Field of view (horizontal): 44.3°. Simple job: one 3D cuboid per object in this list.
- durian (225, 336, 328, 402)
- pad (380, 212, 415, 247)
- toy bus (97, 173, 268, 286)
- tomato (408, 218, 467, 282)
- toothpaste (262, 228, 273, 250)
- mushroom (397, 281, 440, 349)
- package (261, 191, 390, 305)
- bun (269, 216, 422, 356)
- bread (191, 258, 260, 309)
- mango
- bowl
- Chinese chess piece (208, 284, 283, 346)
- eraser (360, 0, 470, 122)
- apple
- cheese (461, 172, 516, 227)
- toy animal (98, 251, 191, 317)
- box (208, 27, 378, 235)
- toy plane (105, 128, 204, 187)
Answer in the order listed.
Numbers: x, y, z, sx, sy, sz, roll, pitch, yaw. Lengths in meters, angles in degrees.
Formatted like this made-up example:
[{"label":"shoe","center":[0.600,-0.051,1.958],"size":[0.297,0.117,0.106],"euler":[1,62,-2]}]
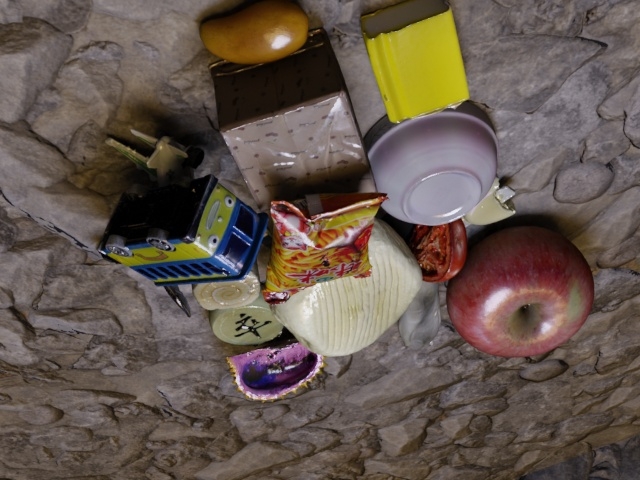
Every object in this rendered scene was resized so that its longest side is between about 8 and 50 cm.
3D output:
[{"label":"durian","center":[-0.109,0.309,2.019],"size":[0.261,0.186,0.153],"euler":[-6,110,-6]},{"label":"pad","center":[0.185,-0.011,1.830],"size":[0.157,0.003,0.112],"euler":[17,134,-30]},{"label":"toy bus","center":[-0.252,-0.014,1.427],"size":[0.288,0.138,0.175],"euler":[-6,146,44]},{"label":"tomato","center":[0.270,0.011,1.762],"size":[0.082,0.166,0.174],"euler":[0,177,-26]},{"label":"toothpaste","center":[-0.101,0.016,1.784],"size":[0.037,0.021,0.140],"euler":[-30,136,12]},{"label":"mushroom","center":[0.248,0.165,1.991],"size":[0.110,0.097,0.351],"euler":[-11,137,-3]},{"label":"package","center":[0.007,0.000,1.432],"size":[0.224,0.108,0.288],"euler":[-8,147,-14]},{"label":"bun","center":[0.041,0.074,1.716],"size":[0.353,0.227,0.348],"euler":[-21,135,-21]},{"label":"bread","center":[-0.210,0.060,1.716],"size":[0.148,0.141,0.134],"euler":[-14,142,3]},{"label":"mango","center":[-0.108,-0.341,1.301],"size":[0.184,0.084,0.102],"euler":[-10,128,8]},{"label":"bowl","center":[0.227,-0.133,1.583],"size":[0.287,0.143,0.287],"euler":[-6,141,-5]},{"label":"Chinese chess piece","center":[-0.178,0.183,1.920],"size":[0.189,0.083,0.188],"euler":[-5,143,-4]},{"label":"eraser","center":[0.171,-0.320,1.403],"size":[0.158,0.069,0.226],"euler":[-19,140,7]},{"label":"apple","center":[0.462,0.111,1.856],"size":[0.345,0.269,0.344],"euler":[-2,120,-4]},{"label":"cheese","center":[0.340,-0.061,1.768],"size":[0.127,0.049,0.235],"euler":[27,133,-34]},{"label":"toy animal","center":[-0.366,0.012,1.621],"size":[0.273,0.160,0.197],"euler":[19,156,24]},{"label":"box","center":[-0.041,-0.186,1.424],"size":[0.225,0.190,0.297],"euler":[-17,141,6]},{"label":"toy plane","center":[-0.277,-0.127,1.494],"size":[0.251,0.101,0.255],"euler":[26,159,12]}]
